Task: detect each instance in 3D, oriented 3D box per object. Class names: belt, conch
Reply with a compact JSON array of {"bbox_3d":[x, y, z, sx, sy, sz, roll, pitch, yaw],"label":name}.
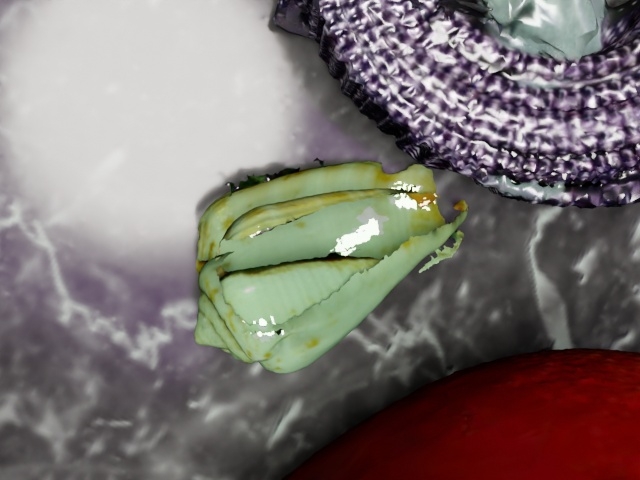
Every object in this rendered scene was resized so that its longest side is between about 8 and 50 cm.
[{"bbox_3d":[0.125,-0.182,0.447,0.260,0.122,0.325,21,95,0],"label":"belt"},{"bbox_3d":[0.000,0.000,0.489,0.170,0.079,0.105,-31,108,-20],"label":"conch"}]

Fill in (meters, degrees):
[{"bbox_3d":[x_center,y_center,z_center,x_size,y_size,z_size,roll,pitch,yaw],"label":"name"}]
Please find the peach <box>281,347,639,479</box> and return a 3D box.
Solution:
[{"bbox_3d":[0.084,0.232,0.396,0.310,0.335,0.406,38,96,-13],"label":"peach"}]
